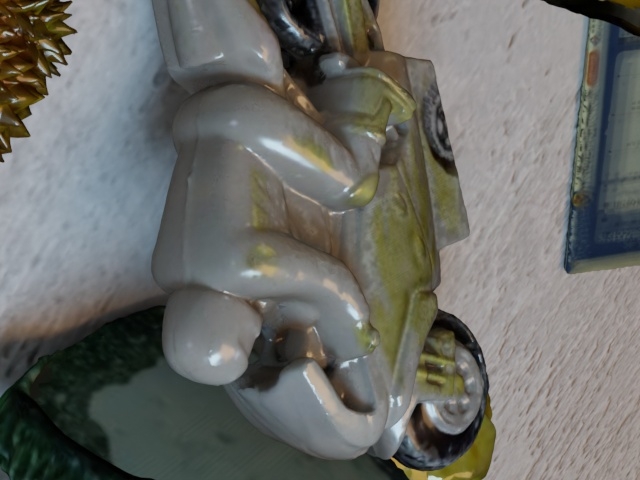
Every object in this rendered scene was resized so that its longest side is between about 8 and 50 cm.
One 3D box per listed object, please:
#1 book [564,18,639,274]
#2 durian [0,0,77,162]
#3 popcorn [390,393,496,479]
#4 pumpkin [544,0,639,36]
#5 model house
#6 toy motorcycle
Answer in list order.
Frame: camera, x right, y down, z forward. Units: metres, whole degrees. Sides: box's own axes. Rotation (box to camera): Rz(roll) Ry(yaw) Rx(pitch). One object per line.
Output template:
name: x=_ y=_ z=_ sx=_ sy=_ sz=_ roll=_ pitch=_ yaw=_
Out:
book: x=0.321 y=-0.103 z=1.104 sx=0.228 sy=0.018 sz=0.322 roll=-7 pitch=134 yaw=-4
durian: x=-0.172 y=-0.094 z=0.502 sx=0.137 sy=0.168 sz=0.158 roll=-47 pitch=132 yaw=-32
popcorn: x=0.016 y=0.166 z=0.950 sx=0.200 sy=0.203 sz=0.226 roll=7 pitch=74 yaw=-15
pumpkin: x=0.167 y=-0.230 z=0.696 sx=0.256 sy=0.303 sz=0.225 roll=18 pitch=98 yaw=-29
model house: x=-0.094 y=0.225 z=0.776 sx=0.291 sy=0.253 sz=0.184 roll=-63 pitch=163 yaw=18
toy motorcycle: x=-0.009 y=-0.013 z=0.719 sx=0.223 sy=0.108 sz=0.341 roll=-24 pitch=103 yaw=-44
